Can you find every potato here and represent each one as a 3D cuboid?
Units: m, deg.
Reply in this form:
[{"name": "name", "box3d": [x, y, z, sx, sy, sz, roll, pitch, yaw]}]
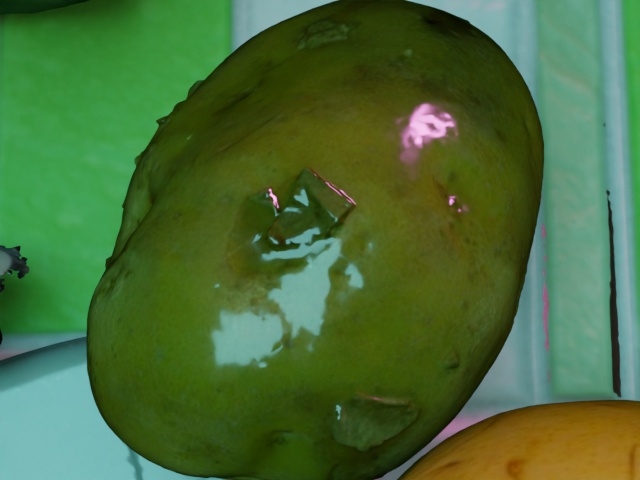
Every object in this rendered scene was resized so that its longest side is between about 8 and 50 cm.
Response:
[{"name": "potato", "box3d": [0.000, 0.000, 0.617, 0.253, 0.186, 0.148, -51, 119, -33]}]

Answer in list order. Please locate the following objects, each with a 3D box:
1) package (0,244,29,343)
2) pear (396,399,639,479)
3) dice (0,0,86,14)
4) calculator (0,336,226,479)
[{"name": "package", "box3d": [-0.265, 0.059, 0.689, 0.269, 0.071, 0.194, -44, 55, 5]}, {"name": "pear", "box3d": [0.111, 0.196, 0.529, 0.281, 0.281, 0.280, -1, 80, 6]}, {"name": "dice", "box3d": [-0.211, -0.272, 0.633, 0.297, 0.287, 0.300, 7, 81, 7]}, {"name": "calculator", "box3d": [-0.121, 0.141, 0.673, 0.295, 0.042, 0.184, -19, 78, 1]}]
